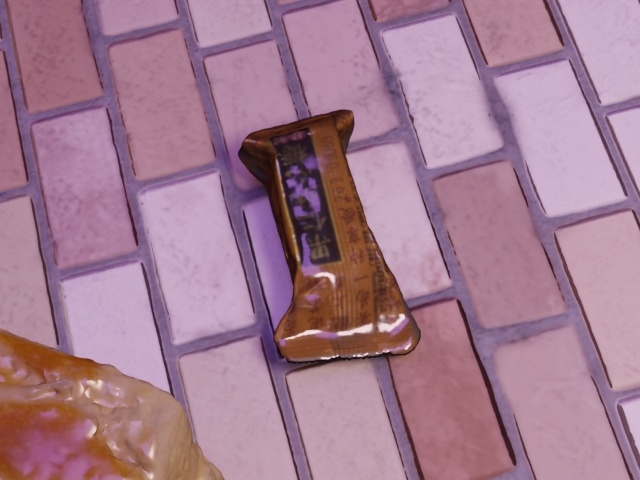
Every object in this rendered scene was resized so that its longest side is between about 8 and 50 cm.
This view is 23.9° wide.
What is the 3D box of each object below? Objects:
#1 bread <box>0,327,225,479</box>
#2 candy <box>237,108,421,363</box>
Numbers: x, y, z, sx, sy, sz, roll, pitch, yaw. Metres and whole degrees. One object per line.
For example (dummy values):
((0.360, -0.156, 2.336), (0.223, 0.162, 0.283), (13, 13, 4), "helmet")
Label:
((-0.307, 0.271, 1.279), (0.390, 0.279, 0.371), (20, 66, 13), "bread")
((0.000, 0.000, 1.505), (0.143, 0.101, 0.271), (-12, 67, -8), "candy")
